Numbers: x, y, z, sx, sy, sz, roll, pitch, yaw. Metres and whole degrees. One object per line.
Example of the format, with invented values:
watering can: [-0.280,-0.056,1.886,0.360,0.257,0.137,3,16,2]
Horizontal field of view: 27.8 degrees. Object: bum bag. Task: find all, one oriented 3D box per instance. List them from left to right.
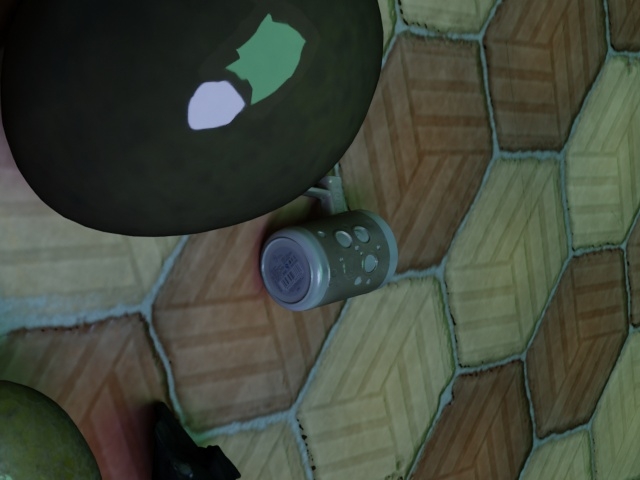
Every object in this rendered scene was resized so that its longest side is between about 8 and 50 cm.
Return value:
bum bag: [-0.082,0.254,1.018,0.074,0.137,0.310,-15,123,-3]

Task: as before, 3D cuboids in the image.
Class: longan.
longan: [-0.080,-0.107,0.812,0.248,0.248,0.248,-21,118,-45]

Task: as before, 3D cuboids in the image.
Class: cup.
cup: [0.006,0.003,1.064,0.099,0.074,0.102,-15,114,-47]

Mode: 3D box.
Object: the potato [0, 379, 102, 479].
potato: [-0.213,0.196,0.804,0.174,0.159,0.251,-13,105,-74]
